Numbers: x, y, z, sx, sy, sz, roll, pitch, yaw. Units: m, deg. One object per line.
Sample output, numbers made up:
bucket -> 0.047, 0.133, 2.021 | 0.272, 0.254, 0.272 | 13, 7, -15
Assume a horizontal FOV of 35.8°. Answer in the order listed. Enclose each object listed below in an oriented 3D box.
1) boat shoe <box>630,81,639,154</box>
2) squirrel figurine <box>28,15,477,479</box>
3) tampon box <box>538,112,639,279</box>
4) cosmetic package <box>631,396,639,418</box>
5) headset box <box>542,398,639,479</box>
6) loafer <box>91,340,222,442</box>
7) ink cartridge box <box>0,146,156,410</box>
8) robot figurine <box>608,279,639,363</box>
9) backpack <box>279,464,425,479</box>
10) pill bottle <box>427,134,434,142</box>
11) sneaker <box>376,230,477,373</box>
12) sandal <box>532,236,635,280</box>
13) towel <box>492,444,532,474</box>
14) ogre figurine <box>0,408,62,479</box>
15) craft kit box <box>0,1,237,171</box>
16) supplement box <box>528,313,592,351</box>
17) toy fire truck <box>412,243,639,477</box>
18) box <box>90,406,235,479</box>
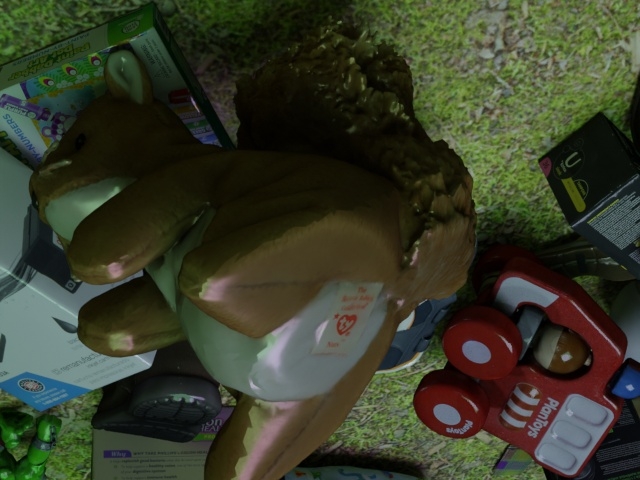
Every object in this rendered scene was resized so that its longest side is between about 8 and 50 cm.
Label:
boat shoe -> 0.431, -0.217, 1.076 | 0.104, 0.111, 0.307 | -8, 145, -10
squirrel figurine -> -0.070, -0.037, 0.938 | 0.397, 0.370, 0.281 | -34, 139, -23
tampon box -> 0.365, -0.051, 1.205 | 0.161, 0.120, 0.101 | 31, 120, -35
cosmetic package -> 0.543, 0.284, 1.629 | 0.115, 0.041, 0.060 | -23, 135, 11
headset box -> 0.419, 0.349, 1.497 | 0.131, 0.283, 0.246 | -15, 136, 2
loafer -> -0.199, 0.179, 1.274 | 0.133, 0.130, 0.366 | 14, 158, -22
ink cartridge box -> -0.347, 0.040, 1.077 | 0.223, 0.129, 0.307 | -24, 129, 38
robot figurine -> 0.541, 0.103, 1.337 | 0.353, 0.200, 0.300 | -33, 134, 20
backpack -> 0.038, 0.493, 1.612 | 0.355, 0.273, 0.290 | -1, 129, -28
pill bottle -> 0.000, 0.000, 1.138 | 0.323, 0.182, 0.181 | -37, 130, 22
sneaker -> 0.103, 0.076, 1.276 | 0.127, 0.126, 0.321 | 29, 133, -28
sandal -> 0.364, 0.017, 1.330 | 0.180, 0.049, 0.072 | -6, 131, 15
towel -> 0.334, 0.377, 1.700 | 0.060, 0.009, 0.083 | 4, 134, -16
ogre figurine -> -0.465, 0.303, 1.408 | 0.197, 0.097, 0.118 | -13, 119, -20
craft kit box -> -0.236, -0.105, 1.077 | 0.246, 0.061, 0.250 | -19, 135, 10
supplement box -> 0.352, 0.150, 1.445 | 0.083, 0.056, 0.083 | -5, 135, -7
toy fire truck -> 0.281, 0.164, 1.292 | 0.253, 0.169, 0.302 | 26, 133, 9
box -> -0.219, 0.367, 1.410 | 0.213, 0.243, 0.117 | 2, 134, -14
